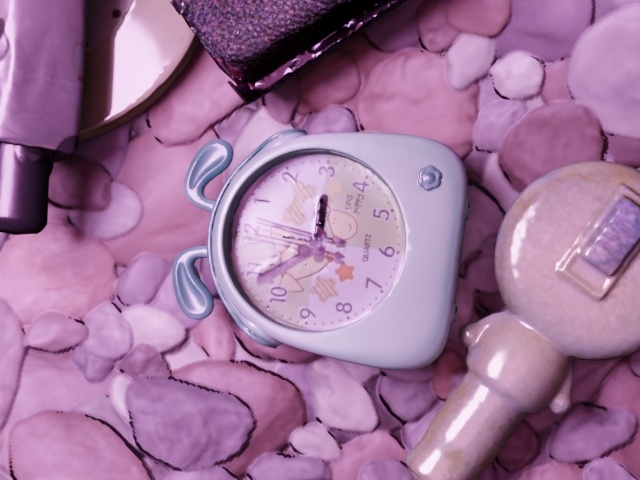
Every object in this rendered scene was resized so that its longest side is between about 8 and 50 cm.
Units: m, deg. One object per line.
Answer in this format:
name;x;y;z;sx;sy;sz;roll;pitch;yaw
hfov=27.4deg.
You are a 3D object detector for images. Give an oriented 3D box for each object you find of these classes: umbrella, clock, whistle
umbrella;-0.186;-0.172;0.855;0.073;0.067;0.337;4;85;-17
clock;0.000;0.000;0.849;0.188;0.060;0.148;9;87;8
whistle;0.143;0.051;0.825;0.126;0.067;0.258;37;93;10
clock;-0.189;-0.182;0.907;0.234;0.029;0.235;0;85;5

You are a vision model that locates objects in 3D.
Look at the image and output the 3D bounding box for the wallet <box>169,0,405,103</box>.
wallet;-0.031;-0.248;0.815;0.221;0.071;0.262;-32;103;10
